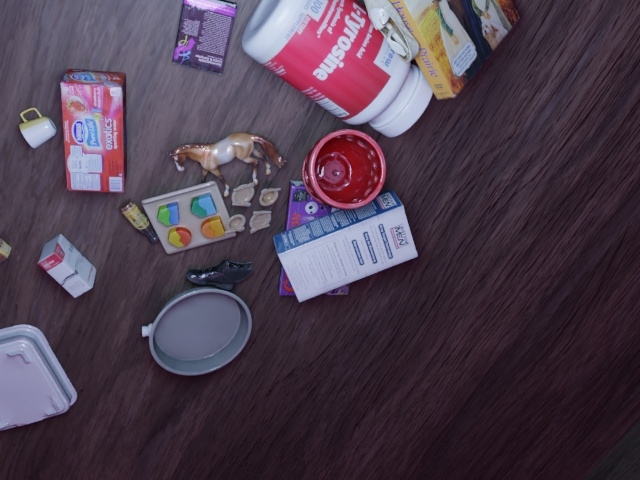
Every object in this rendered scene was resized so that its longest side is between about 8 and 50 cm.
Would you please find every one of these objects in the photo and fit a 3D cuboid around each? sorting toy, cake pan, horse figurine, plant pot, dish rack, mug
[{"bbox_3d":[-0.334,-0.050,1.595,0.193,0.038,0.208,-16,136,-1],"label":"sorting toy"},{"bbox_3d":[-0.342,0.252,1.764,0.293,0.054,0.293,-13,123,-20],"label":"cake pan"},{"bbox_3d":[-0.224,-0.202,1.547,0.263,0.066,0.174,-19,128,1],"label":"horse figurine"},{"bbox_3d":[0.048,-0.174,1.540,0.191,0.174,0.191,-1,95,-13],"label":"plant pot"},{"bbox_3d":[-0.882,0.408,1.758,0.286,0.072,0.332,-16,123,-4],"label":"dish rack"},{"bbox_3d":[-0.647,-0.259,1.421,0.064,0.062,0.078,-27,129,-5],"label":"mug"}]

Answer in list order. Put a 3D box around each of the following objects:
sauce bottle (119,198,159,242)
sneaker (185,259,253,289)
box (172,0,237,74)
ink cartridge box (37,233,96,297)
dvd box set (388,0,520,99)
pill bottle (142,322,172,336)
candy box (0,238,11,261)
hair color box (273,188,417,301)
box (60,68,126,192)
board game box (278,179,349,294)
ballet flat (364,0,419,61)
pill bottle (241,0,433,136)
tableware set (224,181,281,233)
[{"bbox_3d":[-0.463,-0.048,1.597,0.042,0.042,0.128,-31,123,7],"label":"sauce bottle"},{"bbox_3d":[-0.278,0.084,1.715,0.170,0.051,0.089,17,115,-26],"label":"sneaker"},{"bbox_3d":[-0.263,-0.468,1.400,0.116,0.029,0.162,10,116,-17],"label":"box"},{"bbox_3d":[-0.647,0.066,1.588,0.056,0.099,0.135,-31,121,6],"label":"ink cartridge box"},{"bbox_3d":[0.261,-0.569,1.346,0.307,0.062,0.420,-50,121,-21],"label":"dvd box set"},{"bbox_3d":[-0.466,0.258,1.776,0.083,0.043,0.043,-3,121,-11],"label":"pill bottle"},{"bbox_3d":[-0.876,-0.002,1.525,0.109,0.053,0.186,-35,123,8],"label":"candy box"},{"bbox_3d":[0.067,0.015,1.664,0.347,0.105,0.174,-21,123,1],"label":"hair color box"},{"bbox_3d":[-0.511,-0.249,1.417,0.128,0.122,0.256,1,120,-14],"label":"box"},{"bbox_3d":[0.000,0.000,1.729,0.208,0.056,0.346,2,120,-9],"label":"board game box"},{"bbox_3d":[0.145,-0.443,1.289,0.168,0.052,0.057,45,146,-14],"label":"ballet flat"},{"bbox_3d":[0.049,-0.408,1.388,0.408,0.229,0.229,29,110,-26],"label":"pill bottle"},{"bbox_3d":[-0.177,-0.082,1.618,0.141,0.020,0.168,-8,133,-35],"label":"tableware set"}]
